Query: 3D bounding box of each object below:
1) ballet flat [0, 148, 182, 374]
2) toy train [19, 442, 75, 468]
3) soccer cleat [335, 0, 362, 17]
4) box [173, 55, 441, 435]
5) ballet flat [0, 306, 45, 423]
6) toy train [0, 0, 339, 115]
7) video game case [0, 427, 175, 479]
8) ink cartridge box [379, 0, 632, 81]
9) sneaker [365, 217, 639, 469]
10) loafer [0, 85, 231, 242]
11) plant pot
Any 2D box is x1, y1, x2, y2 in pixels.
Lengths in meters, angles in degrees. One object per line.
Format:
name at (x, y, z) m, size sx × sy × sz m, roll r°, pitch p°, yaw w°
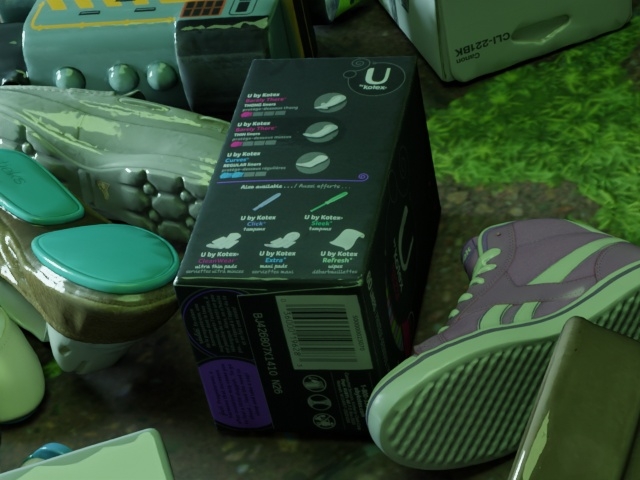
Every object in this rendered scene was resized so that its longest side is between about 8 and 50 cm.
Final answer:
ballet flat at (-0.204, 0.031, 1.453) m, size 0.116 × 0.124 × 0.342 m, roll -11°, pitch 25°, yaw -34°
toy train at (-0.145, 0.235, 1.242) m, size 0.248 × 0.105 × 0.143 m, roll 28°, pitch 34°, yaw 17°
soccer cleat at (-0.024, -0.273, 1.826) m, size 0.072 × 0.060 × 0.179 m, roll -22°, pitch 47°, yaw -27°
box at (0.000, 0.000, 1.412) m, size 0.143 × 0.165 × 0.270 m, roll 0°, pitch 42°, yaw 14°
ballet flat at (-0.305, 0.056, 1.484) m, size 0.086 × 0.086 × 0.248 m, roll -30°, pitch 44°, yaw -21°
toy train at (-0.153, -0.196, 1.687) m, size 0.334 × 0.142 × 0.190 m, roll -1°, pitch 37°, yaw 13°
video game case at (-0.197, 0.305, 1.102) m, size 0.300 × 0.036 × 0.329 m, roll -17°, pitch 66°, yaw -6°
ink cartridge box at (0.149, -0.287, 1.751) m, size 0.197 × 0.114 × 0.273 m, roll -20°, pitch 41°, yaw -11°
sneaker at (0.124, 0.068, 1.366) m, size 0.282 × 0.102 × 0.161 m, roll -21°, pitch 37°, yaw -28°
loafer at (-0.187, -0.079, 1.601) m, size 0.319 × 0.112 × 0.111 m, roll 17°, pitch 41°, yaw 21°
plant pot at (0.212, 0.203, 1.094) m, size 0.229 × 0.263 × 0.263 m, roll 18°, pitch 46°, yaw 7°
